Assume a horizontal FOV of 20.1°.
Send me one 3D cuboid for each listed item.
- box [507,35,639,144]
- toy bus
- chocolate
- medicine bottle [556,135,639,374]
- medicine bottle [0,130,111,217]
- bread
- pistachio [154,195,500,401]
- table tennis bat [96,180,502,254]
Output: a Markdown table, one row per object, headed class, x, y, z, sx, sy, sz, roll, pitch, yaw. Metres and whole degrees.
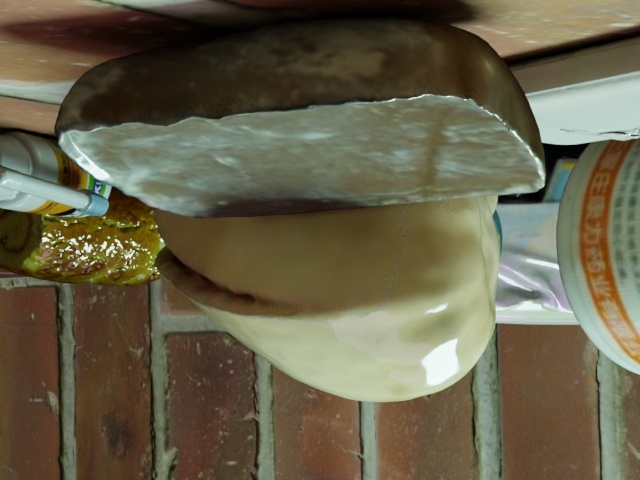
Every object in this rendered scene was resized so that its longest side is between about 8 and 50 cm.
| class | x | y | z | sx | sy | sz | roll | pitch | yaw |
| --- | --- | --- | --- | --- | --- | --- | --- | --- | --- |
| box | 0.197 | -0.093 | 1.122 | 0.142 | 0.044 | 0.285 | 4 | 175 | -34 |
| toy bus | 0.253 | -0.008 | 1.582 | 0.386 | 0.162 | 0.171 | 0 | 177 | -10 |
| chocolate | -0.009 | -0.078 | 0.997 | 0.254 | 0.080 | 0.157 | -5 | 161 | 26 |
| medicine bottle | 0.351 | -0.007 | 1.230 | 0.211 | 0.211 | 0.371 | 1 | 176 | -32 |
| medicine bottle | -0.224 | -0.049 | 1.402 | 0.092 | 0.061 | 0.220 | 22 | -176 | 20 |
| bread | -0.239 | -0.006 | 1.858 | 0.172 | 0.103 | 0.132 | 5 | 167 | -34 |
| pistachio | 0.000 | 0.000 | 1.190 | 0.214 | 0.194 | 0.318 | -18 | -162 | -34 |
| table tennis bat | -0.015 | -0.024 | 1.440 | 0.329 | 0.044 | 0.215 | 16 | 140 | -6 |
